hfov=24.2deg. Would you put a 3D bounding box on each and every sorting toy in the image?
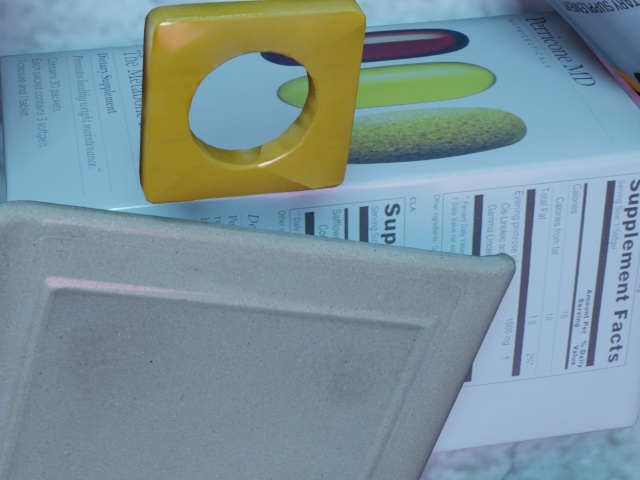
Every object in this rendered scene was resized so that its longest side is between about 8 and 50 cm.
[{"bbox_3d":[-0.046,0.062,0.526,0.196,0.047,0.347,5,125,-25],"label":"sorting toy"}]

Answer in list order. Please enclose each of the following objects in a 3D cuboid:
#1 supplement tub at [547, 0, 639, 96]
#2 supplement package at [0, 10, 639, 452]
[{"bbox_3d":[0.235,-0.086,0.593,0.316,0.193,0.193,39,102,-25],"label":"supplement tub"},{"bbox_3d":[0.000,0.000,0.610,0.244,0.139,0.133,-7,123,-10],"label":"supplement package"}]
